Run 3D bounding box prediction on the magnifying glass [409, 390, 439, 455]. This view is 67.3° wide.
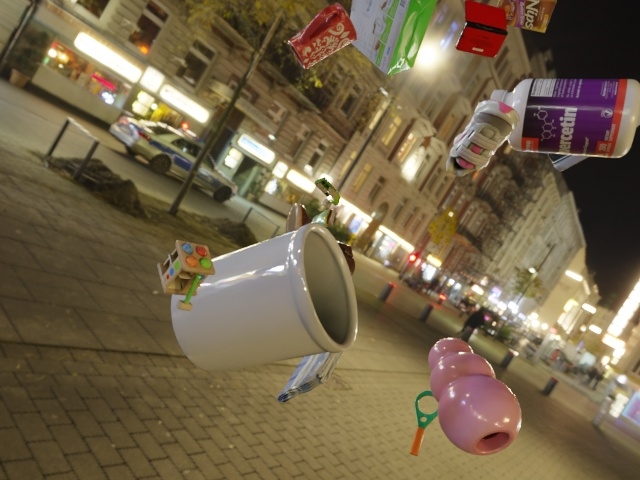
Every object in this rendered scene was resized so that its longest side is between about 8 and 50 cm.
[{"bbox_3d":[0.359,0.635,1.683,0.092,0.230,0.026,9,-39,27],"label":"magnifying glass"}]

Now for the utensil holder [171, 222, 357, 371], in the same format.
[{"bbox_3d":[-0.139,0.163,1.263,0.327,0.386,0.327,50,31,-45],"label":"utensil holder"}]

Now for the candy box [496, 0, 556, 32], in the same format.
[{"bbox_3d":[0.726,-0.820,1.720,0.187,0.109,0.053,14,29,5],"label":"candy box"}]

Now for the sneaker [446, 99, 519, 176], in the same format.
[{"bbox_3d":[0.369,-0.222,1.114,0.103,0.111,0.252,27,-19,5],"label":"sneaker"}]

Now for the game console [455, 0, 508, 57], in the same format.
[{"bbox_3d":[0.490,-0.646,1.475,0.144,0.124,0.085,6,45,-15],"label":"game console"}]

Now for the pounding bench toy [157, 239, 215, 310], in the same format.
[{"bbox_3d":[-0.186,0.051,0.687,0.052,0.065,0.083,14,40,-46],"label":"pounding bench toy"}]

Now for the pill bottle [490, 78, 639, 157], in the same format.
[{"bbox_3d":[0.591,-0.306,1.191,0.323,0.181,0.181,9,-7,26],"label":"pill bottle"}]

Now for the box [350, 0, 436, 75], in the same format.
[{"bbox_3d":[0.213,-0.702,1.510,0.231,0.127,0.261,52,-29,26],"label":"box"}]

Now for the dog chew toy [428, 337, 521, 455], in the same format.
[{"bbox_3d":[0.396,0.401,1.308,0.207,0.206,0.331,29,25,-27],"label":"dog chew toy"}]

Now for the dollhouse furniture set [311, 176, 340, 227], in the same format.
[{"bbox_3d":[0.004,-0.100,1.309,0.076,0.151,0.058,-19,-49,37],"label":"dollhouse furniture set"}]

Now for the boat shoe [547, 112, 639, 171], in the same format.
[{"bbox_3d":[0.827,-0.337,1.452,0.119,0.335,0.121,49,47,0],"label":"boat shoe"}]

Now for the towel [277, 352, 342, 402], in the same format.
[{"bbox_3d":[-0.014,0.351,1.378,0.034,0.209,0.285,40,-41,-4],"label":"towel"}]

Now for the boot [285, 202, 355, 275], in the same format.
[{"bbox_3d":[0.000,0.000,1.539,0.207,0.090,0.248,15,45,-28],"label":"boot"}]

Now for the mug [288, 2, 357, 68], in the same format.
[{"bbox_3d":[-0.004,-0.579,1.342,0.113,0.169,0.150,59,4,37],"label":"mug"}]
